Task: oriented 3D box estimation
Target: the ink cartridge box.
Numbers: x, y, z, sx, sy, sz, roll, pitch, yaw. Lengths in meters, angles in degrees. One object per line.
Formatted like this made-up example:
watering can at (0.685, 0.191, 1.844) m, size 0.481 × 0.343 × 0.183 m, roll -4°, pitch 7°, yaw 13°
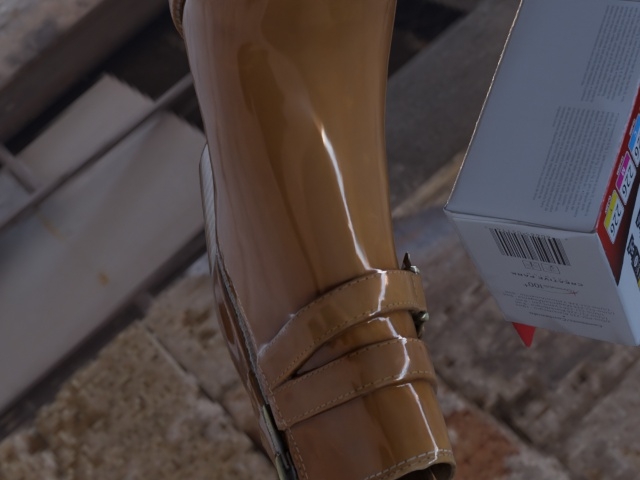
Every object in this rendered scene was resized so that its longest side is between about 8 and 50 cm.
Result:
ink cartridge box at (0.246, -0.082, 1.195) m, size 0.130 × 0.309 × 0.272 m, roll 10°, pitch -24°, yaw 27°

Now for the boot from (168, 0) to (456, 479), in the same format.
boot at (0.000, 0.000, 0.597) m, size 0.283 × 0.109 × 0.220 m, roll 112°, pitch -33°, yaw -55°
